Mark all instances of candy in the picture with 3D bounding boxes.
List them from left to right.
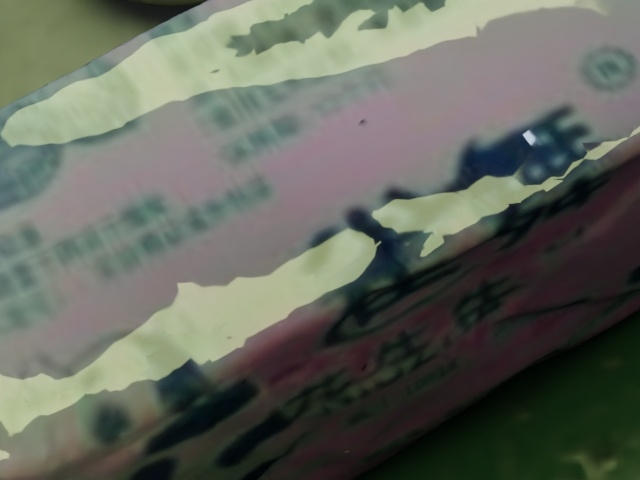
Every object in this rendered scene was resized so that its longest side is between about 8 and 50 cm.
[{"bbox_3d":[0.000,0.000,0.370,0.160,0.092,0.073,-29,67,-5],"label":"candy"}]

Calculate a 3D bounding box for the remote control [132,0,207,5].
[{"bbox_3d":[0.031,-0.124,0.453,0.221,0.042,0.078,-28,61,-4],"label":"remote control"}]
